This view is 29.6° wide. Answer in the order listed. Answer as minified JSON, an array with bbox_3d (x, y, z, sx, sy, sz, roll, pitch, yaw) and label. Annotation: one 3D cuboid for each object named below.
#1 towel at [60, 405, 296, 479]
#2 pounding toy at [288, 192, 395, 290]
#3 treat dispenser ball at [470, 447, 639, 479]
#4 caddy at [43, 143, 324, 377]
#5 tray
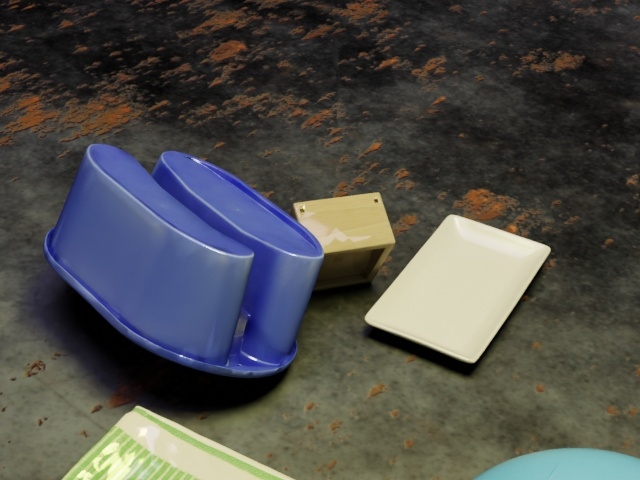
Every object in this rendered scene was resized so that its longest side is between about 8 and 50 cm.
[{"bbox_3d":[-0.151,0.276,0.981,0.248,0.038,0.325,21,38,20],"label":"towel"},{"bbox_3d":[0.000,0.000,1.479,0.130,0.141,0.100,-8,65,-18],"label":"pounding toy"},{"bbox_3d":[0.200,0.304,0.922,0.288,0.288,0.288,4,35,-3],"label":"treat dispenser ball"},{"bbox_3d":[-0.159,0.031,1.370,0.241,0.179,0.341,3,26,-48],"label":"caddy"},{"bbox_3d":[0.173,0.061,1.491,0.145,0.030,0.270,21,38,20],"label":"tray"}]
